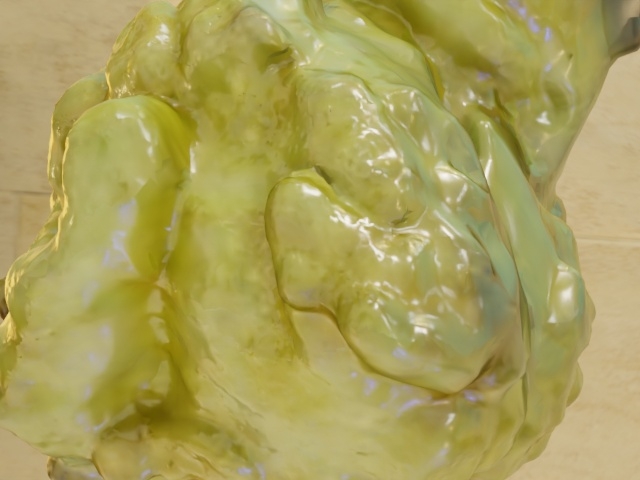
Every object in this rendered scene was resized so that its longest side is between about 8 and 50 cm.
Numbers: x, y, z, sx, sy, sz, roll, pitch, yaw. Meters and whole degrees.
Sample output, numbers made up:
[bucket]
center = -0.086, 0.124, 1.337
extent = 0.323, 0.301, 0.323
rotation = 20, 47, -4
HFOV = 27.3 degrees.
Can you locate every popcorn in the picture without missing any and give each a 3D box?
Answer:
[popcorn]
center = -0.008, 0.001, 0.567
extent = 0.237, 0.293, 0.292
rotation = 1, 90, 29
